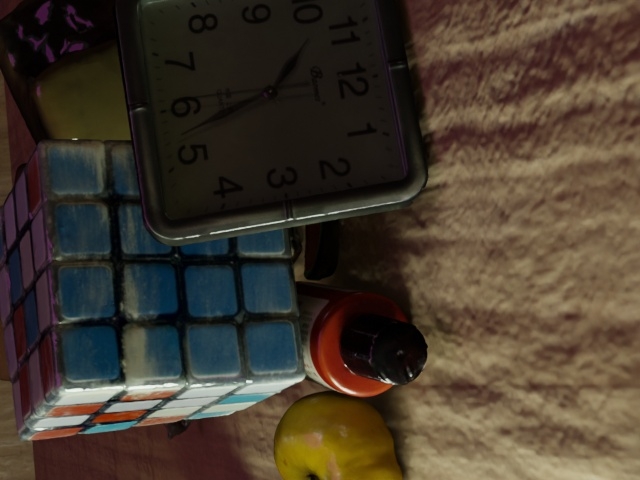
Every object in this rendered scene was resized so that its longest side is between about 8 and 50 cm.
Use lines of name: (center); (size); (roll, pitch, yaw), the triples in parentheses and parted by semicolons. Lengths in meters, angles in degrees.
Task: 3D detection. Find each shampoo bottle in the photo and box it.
shampoo bottle: (0.024, 0.100, 1.345); (0.278, 0.104, 0.104); (-175, 82, -69)

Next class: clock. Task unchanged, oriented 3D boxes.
clock: (-0.051, -0.142, 1.285); (0.049, 0.278, 0.273); (82, 179, -76)

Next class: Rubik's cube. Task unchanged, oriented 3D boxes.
Rubik's cube: (-0.185, 0.054, 1.377); (0.253, 0.256, 0.259); (146, 119, -62)

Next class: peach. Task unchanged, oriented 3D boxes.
peach: (0.019, 0.241, 1.368); (0.179, 0.103, 0.179); (47, 145, 48)

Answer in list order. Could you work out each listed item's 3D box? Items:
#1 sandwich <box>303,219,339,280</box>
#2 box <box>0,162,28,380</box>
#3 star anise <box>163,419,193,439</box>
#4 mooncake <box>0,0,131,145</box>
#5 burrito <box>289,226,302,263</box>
sandwich: (0.001, -0.002, 1.499); (0.069, 0.026, 0.101); (-161, 71, -71)
box: (-0.394, 0.059, 2.142); (0.239, 0.229, 0.339); (109, 164, -48)
star anise: (-0.234, 0.199, 2.065); (0.197, 0.073, 0.212); (175, 93, -66)
mooncake: (-0.333, -0.241, 1.968); (0.394, 0.246, 0.393); (63, 162, 18)
burrito: (-0.099, -0.044, 1.583); (0.175, 0.107, 0.348); (-150, 46, -63)
